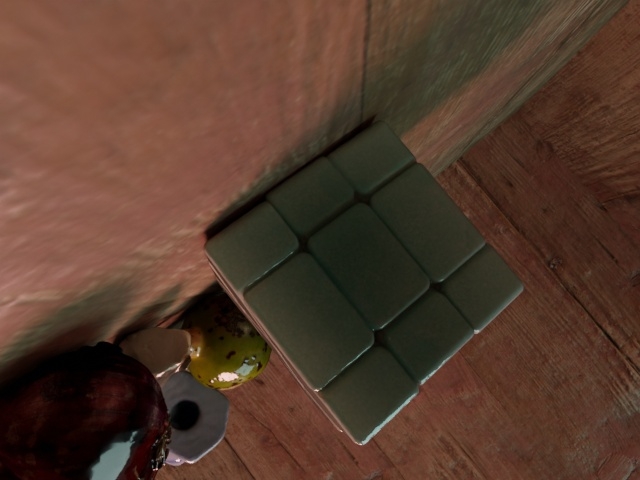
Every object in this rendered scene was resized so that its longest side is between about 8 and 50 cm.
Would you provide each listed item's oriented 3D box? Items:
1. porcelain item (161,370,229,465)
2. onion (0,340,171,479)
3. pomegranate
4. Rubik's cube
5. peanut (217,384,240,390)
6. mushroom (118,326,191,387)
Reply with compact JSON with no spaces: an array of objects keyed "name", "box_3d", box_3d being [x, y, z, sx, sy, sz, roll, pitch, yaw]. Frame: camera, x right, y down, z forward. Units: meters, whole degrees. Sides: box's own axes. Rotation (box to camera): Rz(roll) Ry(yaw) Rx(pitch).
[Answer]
[{"name":"porcelain item","box_3d":[-0.374,0.400,1.028,0.405,0.243,0.178,-27,-152,53]},{"name":"onion","box_3d":[-0.305,0.253,0.547,0.281,0.281,0.221,-41,-143,23]},{"name":"pomegranate","box_3d":[-0.221,0.203,0.899,0.246,0.198,0.198,4,153,-24]},{"name":"Rubik's cube","box_3d":[0.042,0.068,0.703,0.316,0.321,0.319,-39,176,-15]},{"name":"peanut","box_3d":[-0.231,0.251,1.089,0.197,0.232,0.110,-27,149,36]},{"name":"mushroom","box_3d":[-0.327,0.238,0.767,0.110,0.097,0.351,9,143,-41]}]
